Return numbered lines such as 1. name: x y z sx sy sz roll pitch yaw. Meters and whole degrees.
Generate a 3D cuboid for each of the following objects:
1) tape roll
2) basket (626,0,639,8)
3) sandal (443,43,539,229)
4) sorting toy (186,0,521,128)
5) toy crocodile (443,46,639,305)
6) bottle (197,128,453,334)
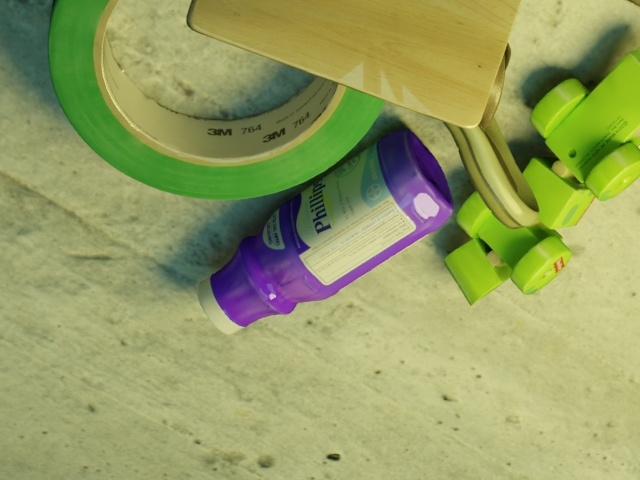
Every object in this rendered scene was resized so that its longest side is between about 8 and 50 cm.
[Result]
1. tape roll: -0.092 -0.188 1.305 0.321 0.077 0.321 -3 127 -4
2. basket: 0.313 -0.329 1.199 0.204 0.154 0.227 22 118 -25
3. sandal: 0.149 -0.150 1.309 0.086 0.120 0.302 -22 115 22
4. sorting toy: 0.043 -0.254 1.163 0.257 0.089 0.255 19 91 -14
5. toy crocodile: 0.246 -0.057 1.422 0.105 0.115 0.340 -9 141 -54
6. bottle: 0.000 0.000 1.433 0.283 0.118 0.092 -33 124 19
